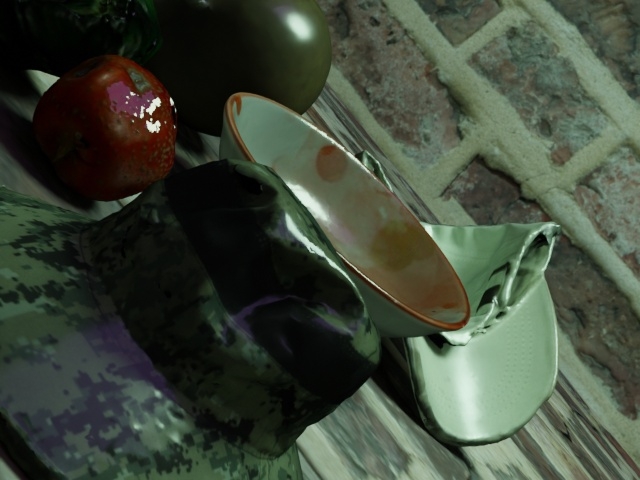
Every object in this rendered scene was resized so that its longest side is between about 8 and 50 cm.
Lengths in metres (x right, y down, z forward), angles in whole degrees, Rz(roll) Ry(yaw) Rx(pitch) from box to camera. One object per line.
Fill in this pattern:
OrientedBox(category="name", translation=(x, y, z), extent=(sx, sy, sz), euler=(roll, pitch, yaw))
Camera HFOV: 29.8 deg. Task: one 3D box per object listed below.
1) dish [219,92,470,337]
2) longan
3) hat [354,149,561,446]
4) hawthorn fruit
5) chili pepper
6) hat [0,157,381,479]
OrientedBox(category="dish", translation=(0.000, 0.000, 0.969), extent=(0.260, 0.085, 0.260), euler=(40, 17, -15))
OrientedBox(category="longan", translation=(-0.085, -0.176, 1.070), extent=(0.185, 0.159, 0.204), euler=(-1, -19, 43))
OrientedBox(category="hat", translation=(0.106, 0.066, 1.181), extent=(0.257, 0.168, 0.301), euler=(17, 51, -30))
OrientedBox(category="hawthorn fruit", translation=(-0.132, -0.066, 0.720), extent=(0.093, 0.093, 0.093), euler=(48, 9, -11))
OrientedBox(category="chili pepper", translation=(-0.203, -0.190, 0.804), extent=(0.264, 0.116, 0.148), euler=(53, 1, 28))
OrientedBox(category="hat", translation=(-0.047, 0.035, 0.562), extent=(0.265, 0.128, 0.265), euler=(52, 8, -10))
